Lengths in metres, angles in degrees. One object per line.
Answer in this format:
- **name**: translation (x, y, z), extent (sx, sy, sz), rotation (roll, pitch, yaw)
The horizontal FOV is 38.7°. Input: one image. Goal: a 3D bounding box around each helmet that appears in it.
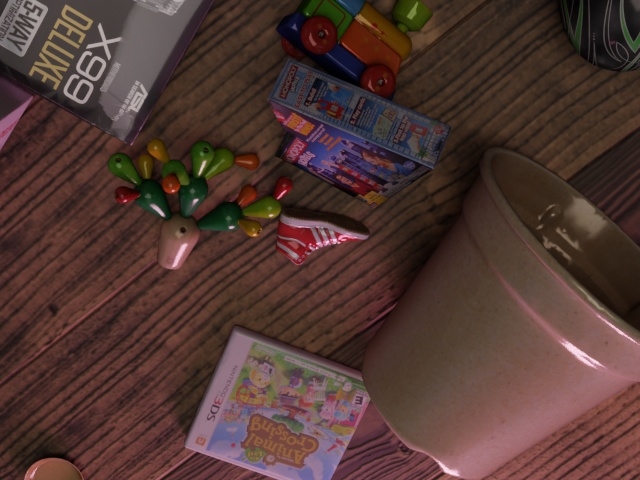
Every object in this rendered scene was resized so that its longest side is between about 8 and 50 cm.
- **helmet**: translation (0.350, -0.275, 1.035), extent (0.169, 0.169, 0.161), rotation (-9, 92, 1)

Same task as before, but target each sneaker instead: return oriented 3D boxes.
- **sneaker**: translation (0.000, 0.000, 1.169), extent (0.118, 0.042, 0.067), rotation (11, 114, -11)

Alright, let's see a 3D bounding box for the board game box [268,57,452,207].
- **board game box**: translation (0.023, -0.126, 1.068), extent (0.194, 0.194, 0.060), rotation (28, 72, -11)

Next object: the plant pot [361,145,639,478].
- **plant pot**: translation (0.225, 0.111, 1.095), extent (0.334, 0.334, 0.305), rotation (34, 115, -13)

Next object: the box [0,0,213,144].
- **box**: translation (-0.245, -0.300, 1.037), extent (0.242, 0.076, 0.307), rotation (31, 105, -12)

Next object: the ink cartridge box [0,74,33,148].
- **ink cartridge box**: translation (-0.477, -0.056, 1.034), extent (0.129, 0.223, 0.307), rotation (32, 105, -13)

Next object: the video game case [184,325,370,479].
- **video game case**: translation (-0.056, 0.237, 1.258), extent (0.212, 0.023, 0.193), rotation (21, 107, -10)

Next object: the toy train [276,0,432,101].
- **toy train**: translation (0.085, -0.224, 1.077), extent (0.248, 0.105, 0.143), rotation (35, 87, -18)

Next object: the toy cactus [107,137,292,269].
- **toy cactus**: translation (-0.157, -0.037, 1.122), extent (0.219, 0.112, 0.180), rotation (8, 125, -24)

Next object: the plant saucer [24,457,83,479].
- **plant saucer**: translation (-0.373, 0.339, 1.283), extent (0.083, 0.015, 0.083), rotation (-1, 109, -3)
